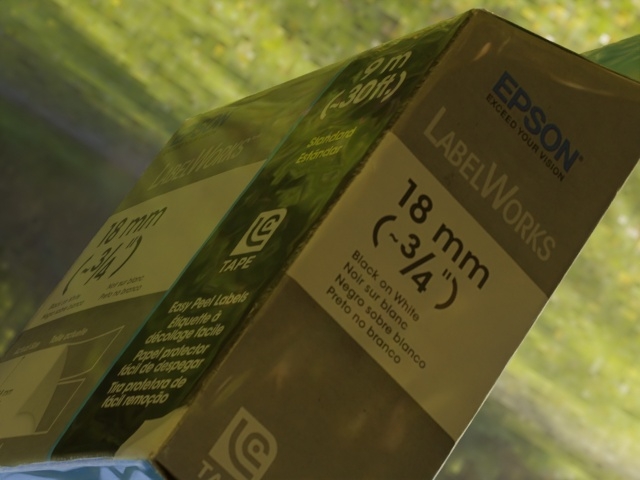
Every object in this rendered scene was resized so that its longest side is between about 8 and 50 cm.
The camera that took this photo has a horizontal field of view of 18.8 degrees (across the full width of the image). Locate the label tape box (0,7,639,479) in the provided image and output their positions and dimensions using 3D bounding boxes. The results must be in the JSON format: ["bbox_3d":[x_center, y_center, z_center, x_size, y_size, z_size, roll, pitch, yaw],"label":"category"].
[{"bbox_3d":[0.000,0.000,0.816,0.106,0.333,0.240,45,152,-18],"label":"label tape box"}]
